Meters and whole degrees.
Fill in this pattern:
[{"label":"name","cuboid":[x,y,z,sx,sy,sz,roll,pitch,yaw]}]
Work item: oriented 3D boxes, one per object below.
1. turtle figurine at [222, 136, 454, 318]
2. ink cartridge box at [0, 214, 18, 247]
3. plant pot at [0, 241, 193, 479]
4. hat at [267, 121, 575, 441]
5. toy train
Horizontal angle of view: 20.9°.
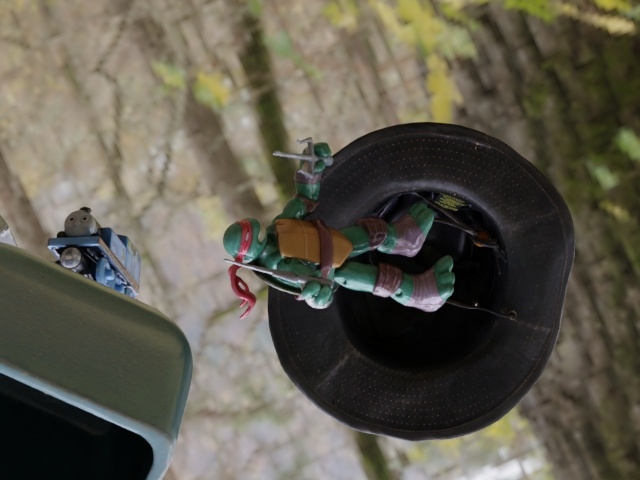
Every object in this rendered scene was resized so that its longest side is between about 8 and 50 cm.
[{"label":"turtle figurine","cuboid":[0.000,0.000,1.562,0.234,0.175,0.118,9,149,-29]},{"label":"ink cartridge box","cuboid":[-0.314,-0.009,1.556,0.052,0.088,0.122,-36,164,-14]},{"label":"plant pot","cuboid":[-0.238,0.137,1.375,0.252,0.248,0.247,-69,-176,-64]},{"label":"hat","cuboid":[0.094,0.031,1.768,0.331,0.331,0.134,-25,-164,1]},{"label":"toy train","cuboid":[-0.266,0.031,2.049,0.080,0.105,0.184,-4,157,11]}]
